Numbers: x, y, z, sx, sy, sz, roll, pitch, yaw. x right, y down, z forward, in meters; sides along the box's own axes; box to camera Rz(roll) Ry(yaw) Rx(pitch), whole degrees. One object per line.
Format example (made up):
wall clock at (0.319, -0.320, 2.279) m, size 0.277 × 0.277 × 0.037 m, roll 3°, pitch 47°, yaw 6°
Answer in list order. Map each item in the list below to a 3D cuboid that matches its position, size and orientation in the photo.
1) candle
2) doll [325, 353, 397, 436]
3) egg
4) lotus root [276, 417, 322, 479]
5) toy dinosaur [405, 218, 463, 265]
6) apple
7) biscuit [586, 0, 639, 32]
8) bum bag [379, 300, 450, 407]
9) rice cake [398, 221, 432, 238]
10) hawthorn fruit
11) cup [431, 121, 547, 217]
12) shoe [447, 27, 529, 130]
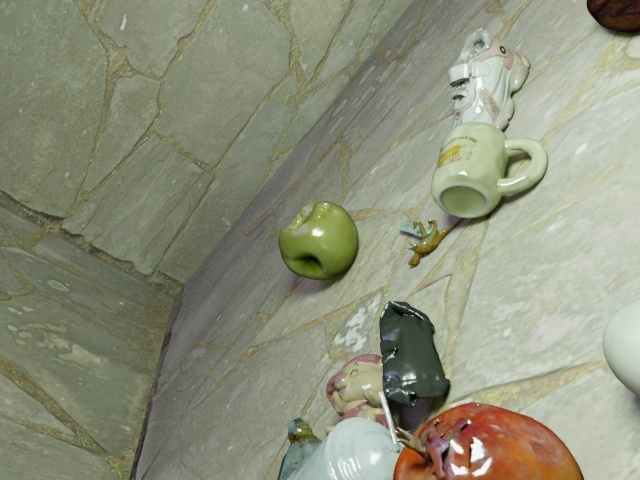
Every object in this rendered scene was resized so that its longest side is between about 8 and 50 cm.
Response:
candle at (0.060, 0.474, 1.001) m, size 0.342 × 0.222 × 0.221 m, roll -58°, pitch 18°, yaw 31°
doll at (0.093, 0.369, 1.212) m, size 0.196 × 0.152 × 0.255 m, roll -18°, pitch 29°, yaw 18°
egg at (0.483, 0.155, 0.713) m, size 0.151 × 0.151 × 0.209 m, roll -58°, pitch 26°, yaw -2°
lotus root at (-0.032, 0.563, 1.250) m, size 0.322 × 0.140 × 0.158 m, roll -82°, pitch 8°, yaw -55°
toy dinosaur at (0.308, 0.004, 1.445) m, size 0.162 × 0.126 × 0.039 m, roll -2°, pitch 6°, yaw 22°
apple at (0.000, 0.000, 1.801) m, size 0.279 × 0.279 × 0.279 m, roll -45°, pitch 25°, yaw 27°
biscuit at (0.813, -0.645, 1.210) m, size 0.407 × 0.091 × 0.407 m, roll -44°, pitch 23°, yaw 25°
bum bag at (0.205, 0.252, 1.208) m, size 0.326 × 0.142 × 0.079 m, roll -84°, pitch 0°, yaw -56°
rice cake at (0.276, -0.028, 1.550) m, size 0.033 × 0.029 × 0.171 m, roll -62°, pitch 23°, yaw 0°
hawthorn fruit at (0.218, 0.358, 0.774) m, size 0.276 × 0.308 × 0.276 m, roll -43°, pitch 24°, yaw 25°
cup at (0.415, -0.165, 1.338) m, size 0.173 × 0.256 × 0.202 m, roll 80°, pitch -154°, yaw -55°
shoe at (0.441, -0.432, 1.536) m, size 0.172 × 0.198 × 0.350 m, roll -12°, pitch 47°, yaw 62°
